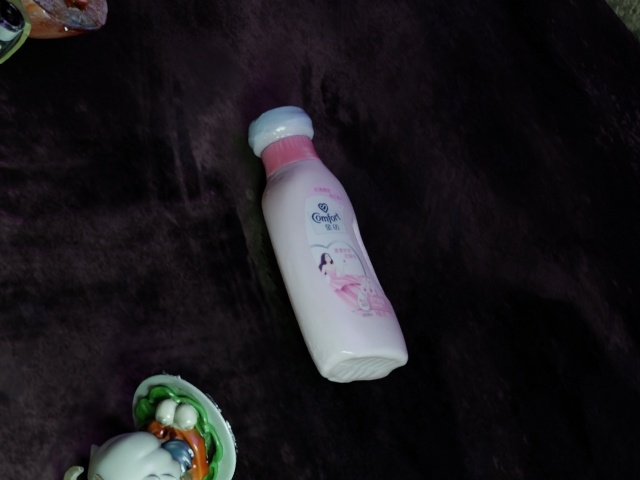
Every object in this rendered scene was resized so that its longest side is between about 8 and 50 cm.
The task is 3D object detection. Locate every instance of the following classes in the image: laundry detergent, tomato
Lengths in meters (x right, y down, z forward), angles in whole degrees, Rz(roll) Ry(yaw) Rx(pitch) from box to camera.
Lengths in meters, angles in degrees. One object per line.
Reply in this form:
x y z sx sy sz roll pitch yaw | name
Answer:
0.000 0.000 2.077 0.159 0.088 0.335 14 51 -54 | laundry detergent
-0.321 -0.295 1.879 0.225 0.085 0.225 51 20 -26 | tomato

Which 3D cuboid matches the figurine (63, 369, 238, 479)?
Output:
-0.170 0.209 1.646 0.154 0.132 0.132 -34 91 -45 | figurine

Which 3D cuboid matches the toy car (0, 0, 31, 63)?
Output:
-0.406 -0.247 1.721 0.257 0.101 0.124 15 49 -47 | toy car
